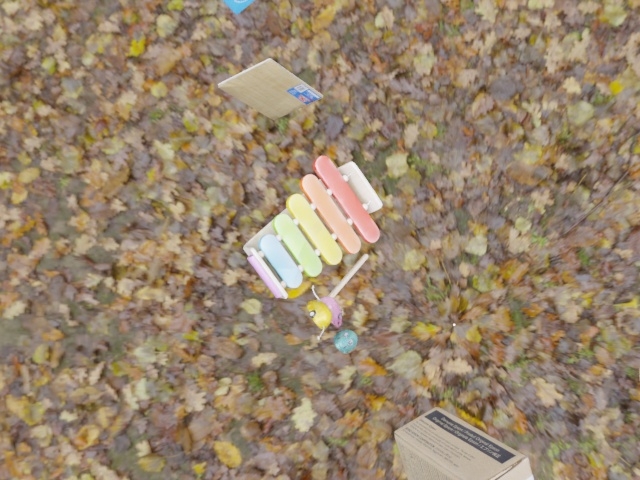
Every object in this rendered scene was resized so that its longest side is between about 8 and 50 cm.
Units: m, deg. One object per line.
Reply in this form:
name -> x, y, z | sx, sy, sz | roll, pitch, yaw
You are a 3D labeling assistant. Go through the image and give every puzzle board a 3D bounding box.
puzzle board -> -0.071, -0.219, 1.036 | 0.096, 0.128, 0.011 | -19, 66, 31

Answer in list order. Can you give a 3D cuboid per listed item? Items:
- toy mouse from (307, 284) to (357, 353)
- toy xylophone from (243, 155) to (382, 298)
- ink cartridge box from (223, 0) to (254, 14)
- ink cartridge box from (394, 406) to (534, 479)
toy mouse -> 0.030, 0.142, 1.232 | 0.031, 0.143, 0.161 | -38, 37, 12
toy xylophone -> 0.000, 0.000, 1.390 | 0.236, 0.081, 0.323 | 47, 60, -17
ink cartridge box -> -0.127, -0.401, 0.849 | 0.134, 0.231, 0.078 | -35, 51, 14
ink cartridge box -> 0.209, 0.368, 0.957 | 0.088, 0.193, 0.235 | -24, 107, -23
